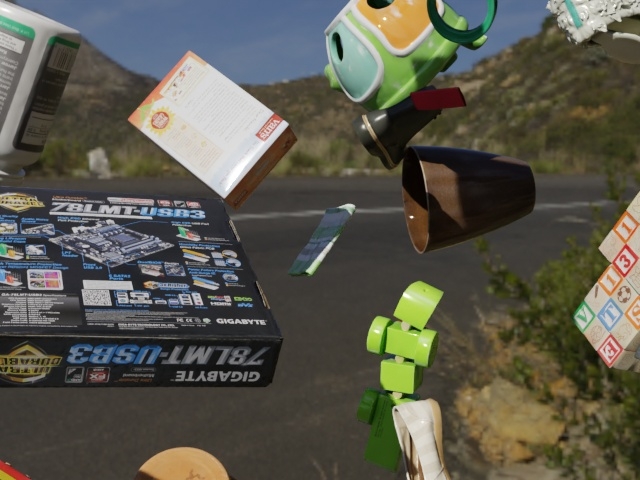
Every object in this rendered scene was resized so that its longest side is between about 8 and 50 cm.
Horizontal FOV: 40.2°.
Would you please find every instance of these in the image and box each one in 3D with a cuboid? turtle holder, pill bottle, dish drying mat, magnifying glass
[{"bbox_3d":[0.129,-0.353,1.609,0.227,0.243,0.320,39,6,-9],"label":"turtle holder"},{"bbox_3d":[-0.616,-0.270,1.693,0.204,0.361,0.204,23,8,-3],"label":"pill bottle"},{"bbox_3d":[0.166,-0.200,1.236,0.083,0.032,0.008,2,40,42],"label":"dish drying mat"},{"bbox_3d":[0.180,-0.360,1.101,0.092,0.231,0.026,13,40,23],"label":"magnifying glass"}]

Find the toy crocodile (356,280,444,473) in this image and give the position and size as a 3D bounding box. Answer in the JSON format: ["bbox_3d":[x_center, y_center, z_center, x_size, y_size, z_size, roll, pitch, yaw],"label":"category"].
[{"bbox_3d":[0.141,0.238,1.515,0.115,0.340,0.105,12,11,22],"label":"toy crocodile"}]

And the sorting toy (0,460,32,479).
[{"bbox_3d":[-0.631,0.556,1.845,0.257,0.089,0.255,38,-29,-14],"label":"sorting toy"}]

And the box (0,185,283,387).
[{"bbox_3d":[-0.219,0.042,0.946,0.296,0.073,0.293,3,29,-23],"label":"box"}]

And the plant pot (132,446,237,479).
[{"bbox_3d":[-0.279,0.560,1.785,0.291,0.203,0.291,0,47,0],"label":"plant pot"}]

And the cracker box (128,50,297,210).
[{"bbox_3d":[-0.174,-0.179,1.413,0.232,0.155,0.067,39,-6,22],"label":"cracker box"}]

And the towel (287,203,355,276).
[{"bbox_3d":[0.000,0.000,1.594,0.023,0.152,0.113,38,-17,-14],"label":"towel"}]

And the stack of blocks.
[{"bbox_3d":[0.550,0.055,1.463,0.087,0.297,0.171,11,32,-27],"label":"stack of blocks"}]

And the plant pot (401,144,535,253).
[{"bbox_3d":[0.297,-0.092,1.731,0.230,0.215,0.215,-6,5,-7],"label":"plant pot"}]

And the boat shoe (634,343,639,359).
[{"bbox_3d":[0.535,0.196,1.324,0.142,0.040,0.049,35,2,-9],"label":"boat shoe"}]

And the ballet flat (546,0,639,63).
[{"bbox_3d":[0.535,-0.329,1.402,0.409,0.147,0.147,2,3,-27],"label":"ballet flat"}]

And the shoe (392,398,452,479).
[{"bbox_3d":[0.137,0.317,1.156,0.058,0.219,0.076,7,-32,-23],"label":"shoe"}]

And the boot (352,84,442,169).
[{"bbox_3d":[0.144,-0.180,1.391,0.137,0.077,0.198,-28,-8,15],"label":"boot"}]
